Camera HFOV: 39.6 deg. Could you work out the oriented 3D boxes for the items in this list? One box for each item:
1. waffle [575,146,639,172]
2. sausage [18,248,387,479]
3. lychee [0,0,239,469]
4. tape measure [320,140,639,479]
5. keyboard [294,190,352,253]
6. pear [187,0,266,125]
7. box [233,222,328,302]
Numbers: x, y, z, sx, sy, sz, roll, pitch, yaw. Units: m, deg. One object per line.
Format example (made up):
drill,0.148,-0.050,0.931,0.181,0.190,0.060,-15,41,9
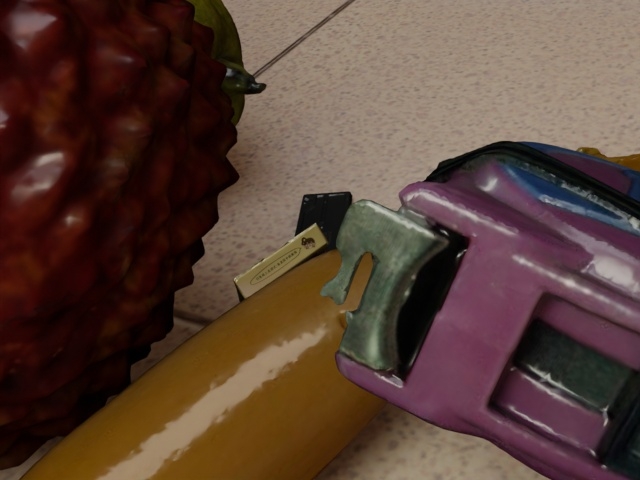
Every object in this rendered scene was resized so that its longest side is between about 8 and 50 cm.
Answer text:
waffle,0.200,0.002,0.714,0.293,0.069,0.260,9,37,32
sausage,-0.037,0.100,0.568,0.354,0.116,0.134,-39,24,-22
lychee,-0.289,-0.028,0.599,0.500,0.424,0.425,-42,42,-12
tape measure,0.143,0.039,0.474,0.245,0.149,0.231,26,19,17
keyboard,0.000,0.000,0.819,0.053,0.010,0.155,-4,36,10
pear,-0.220,-0.195,0.929,0.375,0.287,0.287,17,43,23
box,-0.030,0.028,0.683,0.073,0.149,0.020,-34,81,-8
